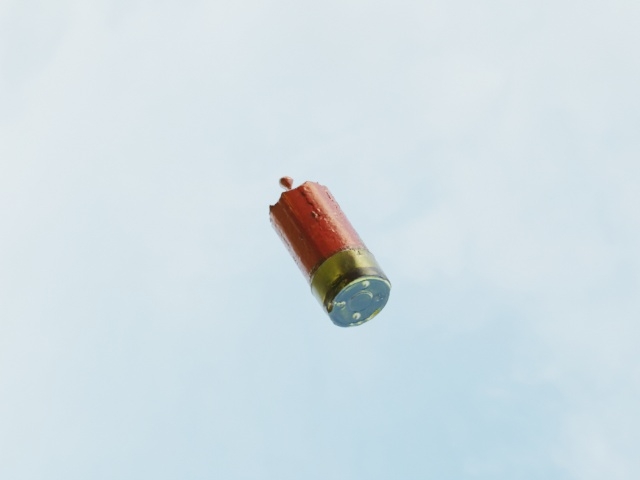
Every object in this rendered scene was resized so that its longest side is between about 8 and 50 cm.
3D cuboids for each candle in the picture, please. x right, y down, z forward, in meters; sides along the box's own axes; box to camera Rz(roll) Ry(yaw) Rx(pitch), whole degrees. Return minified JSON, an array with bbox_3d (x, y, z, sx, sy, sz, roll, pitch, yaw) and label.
[{"bbox_3d":[0.000,0.000,1.306,0.052,0.052,0.130,-49,-131,18],"label":"candle"}]
